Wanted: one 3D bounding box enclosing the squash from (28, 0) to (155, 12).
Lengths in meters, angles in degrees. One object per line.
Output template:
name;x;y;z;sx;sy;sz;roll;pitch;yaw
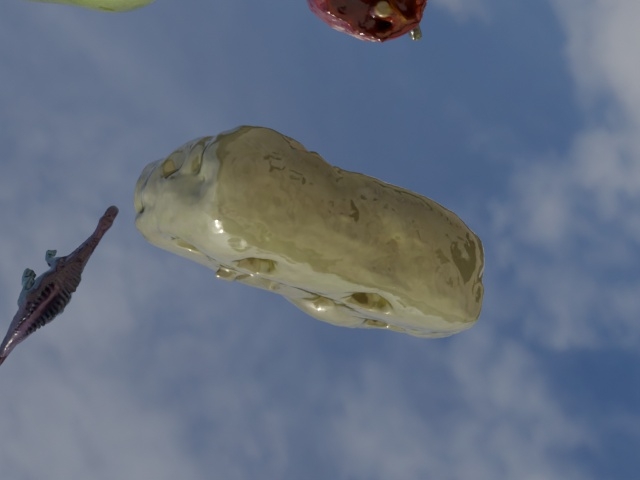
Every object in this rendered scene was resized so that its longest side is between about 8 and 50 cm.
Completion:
squash;-0.212;-0.212;1.446;0.083;0.250;0.083;-19;-68;-59

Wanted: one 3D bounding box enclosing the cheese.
cheese;0.000;0.002;1.398;0.263;0.159;0.093;21;-103;-28

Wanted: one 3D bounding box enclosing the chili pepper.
chili pepper;0.051;-0.276;2.049;0.338;0.131;0.134;-70;-13;-83

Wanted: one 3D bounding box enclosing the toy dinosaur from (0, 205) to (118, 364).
toy dinosaur;-0.244;0.045;1.752;0.045;0.197;0.080;38;-178;-14
